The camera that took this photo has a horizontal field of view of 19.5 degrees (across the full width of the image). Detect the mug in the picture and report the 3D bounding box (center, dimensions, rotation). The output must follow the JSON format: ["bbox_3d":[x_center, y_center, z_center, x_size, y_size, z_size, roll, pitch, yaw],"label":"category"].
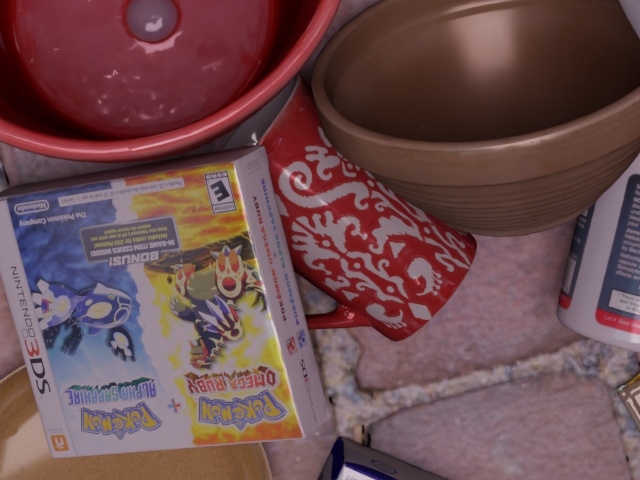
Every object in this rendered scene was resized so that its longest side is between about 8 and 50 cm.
[{"bbox_3d":[0.002,-0.006,1.261,0.169,0.113,0.150,38,113,-13],"label":"mug"}]

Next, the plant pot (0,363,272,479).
[{"bbox_3d":[-0.151,0.186,1.323,0.236,0.032,0.236,0,100,-2],"label":"plant pot"}]

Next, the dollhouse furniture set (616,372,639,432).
[{"bbox_3d":[0.283,0.151,1.336,0.076,0.058,0.151,-31,81,11],"label":"dollhouse furniture set"}]

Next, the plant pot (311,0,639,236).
[{"bbox_3d":[0.119,-0.079,1.198,0.237,0.237,0.109,-12,124,0],"label":"plant pot"}]

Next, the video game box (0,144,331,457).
[{"bbox_3d":[-0.110,0.045,1.215,0.205,0.048,0.187,-8,104,29],"label":"video game box"}]

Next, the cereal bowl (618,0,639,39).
[{"bbox_3d":[0.334,-0.216,1.125,0.339,0.141,0.338,8,72,-27],"label":"cereal bowl"}]

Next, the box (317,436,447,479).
[{"bbox_3d":[0.044,0.230,1.318,0.126,0.072,0.137,23,100,-6],"label":"box"}]

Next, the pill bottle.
[{"bbox_3d":[0.231,-0.020,1.258,0.108,0.108,0.180,11,101,-4],"label":"pill bottle"}]

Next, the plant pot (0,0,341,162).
[{"bbox_3d":[-0.116,-0.162,1.129,0.275,0.243,0.274,0,83,0],"label":"plant pot"}]
